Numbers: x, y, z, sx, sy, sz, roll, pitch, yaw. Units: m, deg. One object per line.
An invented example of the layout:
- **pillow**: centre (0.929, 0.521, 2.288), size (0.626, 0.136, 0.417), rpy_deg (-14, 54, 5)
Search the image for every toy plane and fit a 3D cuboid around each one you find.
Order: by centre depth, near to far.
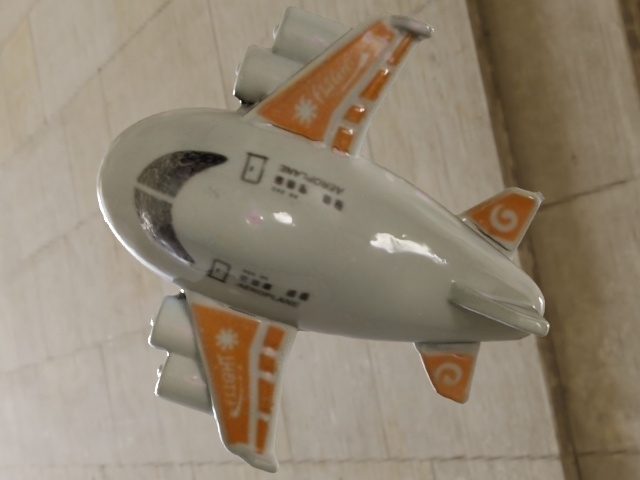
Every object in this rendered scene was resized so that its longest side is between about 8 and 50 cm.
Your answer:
- **toy plane**: centre (0.000, 0.000, 0.569), size (0.244, 0.245, 0.117), rpy_deg (-11, 7, 2)
